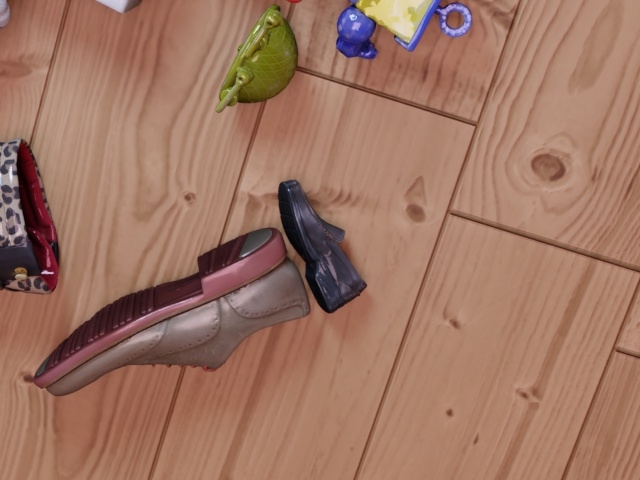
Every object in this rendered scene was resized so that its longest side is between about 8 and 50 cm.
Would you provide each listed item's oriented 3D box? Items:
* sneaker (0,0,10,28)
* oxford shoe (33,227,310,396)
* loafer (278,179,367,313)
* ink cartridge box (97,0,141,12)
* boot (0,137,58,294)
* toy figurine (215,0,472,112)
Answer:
[{"bbox_3d":[-0.499,-0.243,1.524,0.322,0.130,0.236,-24,129,31],"label":"sneaker"},{"bbox_3d":[-0.176,0.118,1.621,0.348,0.123,0.130,-26,109,9],"label":"oxford shoe"},{"bbox_3d":[0.000,0.000,1.621,0.061,0.062,0.170,-27,108,-14],"label":"loafer"},{"bbox_3d":[-0.238,-0.420,1.470,0.211,0.121,0.289,26,104,-6],"label":"ink cartridge box"},{"bbox_3d":[-0.454,0.062,1.604,0.284,0.138,0.377,-8,97,4],"label":"boot"},{"bbox_3d":[0.059,-0.255,1.483,0.217,0.191,0.363,26,106,-11],"label":"toy figurine"}]
